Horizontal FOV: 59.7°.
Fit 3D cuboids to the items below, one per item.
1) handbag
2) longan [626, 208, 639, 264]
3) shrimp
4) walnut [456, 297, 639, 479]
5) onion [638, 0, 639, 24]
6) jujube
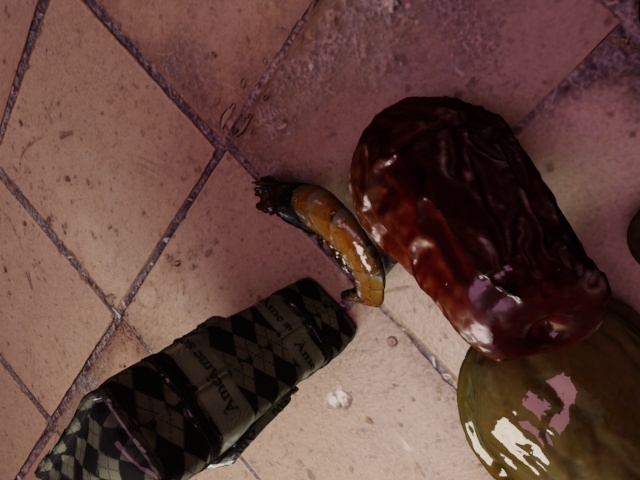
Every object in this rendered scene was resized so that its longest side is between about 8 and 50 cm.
[{"bbox_3d":[-0.168,0.246,0.832,0.180,0.416,0.317,50,127,12],"label":"handbag"},{"bbox_3d":[0.392,-0.003,0.601,0.113,0.092,0.113,11,113,29],"label":"longan"},{"bbox_3d":[0.000,0.000,0.828,0.290,0.054,0.222,30,154,48],"label":"shrimp"},{"bbox_3d":[0.298,0.190,0.645,0.282,0.227,0.283,0,89,1],"label":"walnut"},{"bbox_3d":[0.417,-0.170,0.402,0.353,0.353,0.354,10,111,28],"label":"onion"},{"bbox_3d":[0.159,-0.019,0.605,0.216,0.216,0.342,-67,31,28],"label":"jujube"}]
